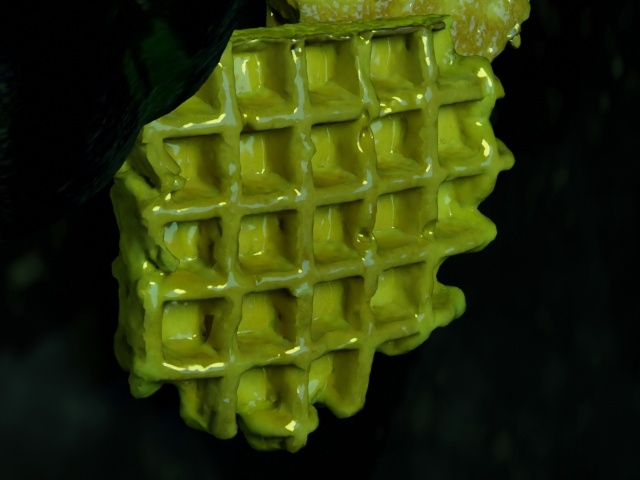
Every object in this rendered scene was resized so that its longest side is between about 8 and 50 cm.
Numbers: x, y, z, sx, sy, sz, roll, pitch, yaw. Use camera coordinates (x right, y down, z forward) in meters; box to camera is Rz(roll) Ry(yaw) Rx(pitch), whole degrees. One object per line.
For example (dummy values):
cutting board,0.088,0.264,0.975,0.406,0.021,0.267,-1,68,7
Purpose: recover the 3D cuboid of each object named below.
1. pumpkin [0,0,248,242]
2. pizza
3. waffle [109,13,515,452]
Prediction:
pumpkin,-0.179,-0.164,0.506,0.363,0.266,0.363,2,80,-10
pizza,0.023,-0.083,0.930,0.188,0.062,0.199,14,89,-35
waffle,0.000,0.000,0.863,0.229,0.057,0.219,-8,106,-30
